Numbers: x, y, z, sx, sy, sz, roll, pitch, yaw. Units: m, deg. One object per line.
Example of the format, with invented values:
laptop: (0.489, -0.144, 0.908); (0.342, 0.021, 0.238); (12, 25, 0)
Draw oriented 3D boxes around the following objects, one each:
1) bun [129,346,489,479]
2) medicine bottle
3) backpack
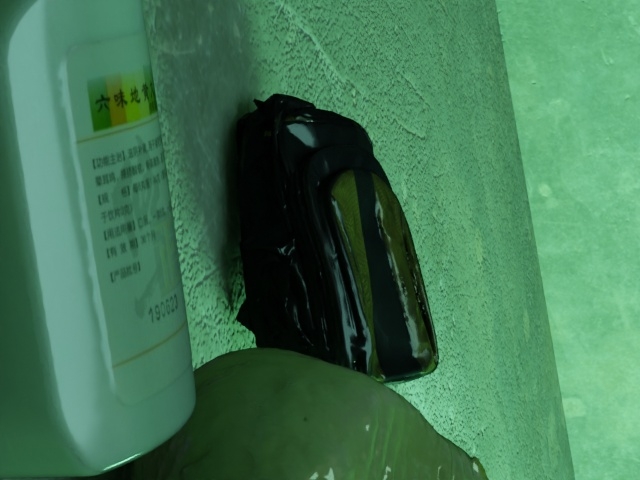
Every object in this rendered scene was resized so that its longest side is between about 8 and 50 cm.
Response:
bun: (-0.022, 0.248, 1.074); (0.361, 0.213, 0.361); (13, 74, -55)
medicine bottle: (-0.151, -0.046, 0.868); (0.179, 0.124, 0.324); (-34, 120, -69)
backpack: (0.000, 0.000, 1.352); (0.206, 0.133, 0.258); (1, 79, -64)
